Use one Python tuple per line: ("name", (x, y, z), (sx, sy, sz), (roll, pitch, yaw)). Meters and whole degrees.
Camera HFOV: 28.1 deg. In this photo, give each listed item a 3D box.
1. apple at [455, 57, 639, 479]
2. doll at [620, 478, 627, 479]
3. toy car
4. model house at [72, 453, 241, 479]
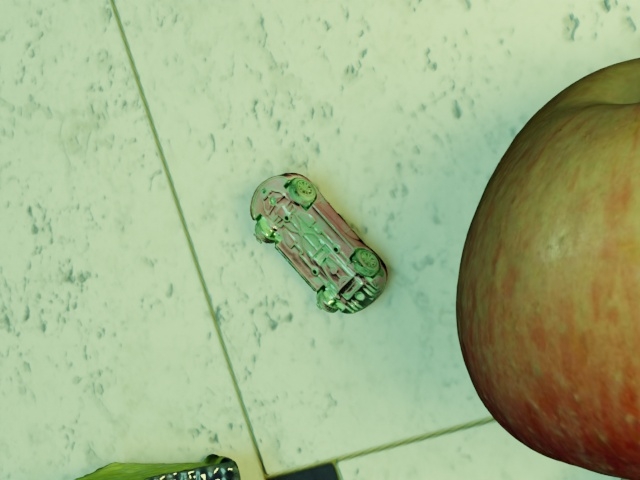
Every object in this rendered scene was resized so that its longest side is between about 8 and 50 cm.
("apple", (0.245, 0.006, 0.795), (0.344, 0.344, 0.270), (4, 97, 33))
("doll", (0.268, 0.220, 0.900), (0.258, 0.153, 0.195), (-17, 70, -7))
("toy car", (0.000, 0.000, 1.116), (0.142, 0.055, 0.069), (48, 128, 7))
("model house", (-0.147, 0.310, 1.190), (0.211, 0.170, 0.194), (-11, 89, 33))
